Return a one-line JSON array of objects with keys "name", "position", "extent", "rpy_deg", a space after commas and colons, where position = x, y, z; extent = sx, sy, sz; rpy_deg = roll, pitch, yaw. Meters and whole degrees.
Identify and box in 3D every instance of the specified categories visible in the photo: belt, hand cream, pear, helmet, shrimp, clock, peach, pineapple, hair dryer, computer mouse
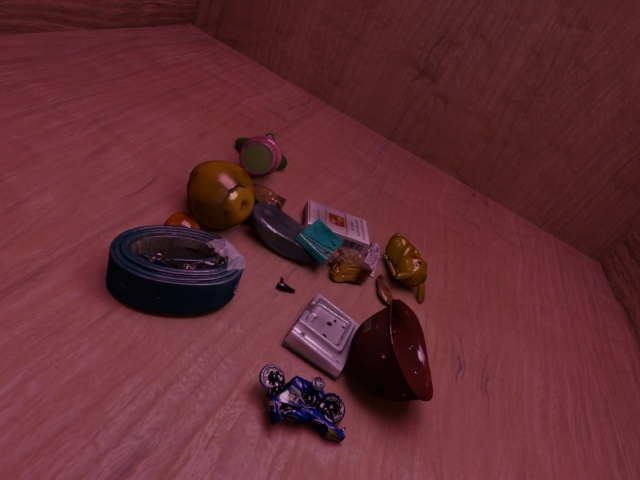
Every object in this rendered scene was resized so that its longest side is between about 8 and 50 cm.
[{"name": "belt", "position": [-0.478, 0.089, 1.445], "extent": [0.436, 0.173, 0.300], "rpy_deg": [10, 35, -27]}, {"name": "hand cream", "position": [0.253, 0.082, 2.110], "extent": [0.084, 0.050, 0.257], "rpy_deg": [31, 36, -2]}, {"name": "pear", "position": [-0.432, -0.191, 1.770], "extent": [0.336, 0.285, 0.285], "rpy_deg": [2, 26, 24]}, {"name": "helmet", "position": [0.225, 0.397, 1.496], "extent": [0.338, 0.230, 0.385], "rpy_deg": [61, 21, -11]}, {"name": "shrimp", "position": [-0.235, -0.172, 2.046], "extent": [0.145, 0.061, 0.267], "rpy_deg": [5, 37, -45]}, {"name": "clock", "position": [0.023, 0.329, 1.552], "extent": [0.231, 0.116, 0.262], "rpy_deg": [33, 35, 5]}, {"name": "peach", "position": [-0.529, -0.042, 1.627], "extent": [0.138, 0.138, 0.138], "rpy_deg": [19, 35, -14]}, {"name": "shrimp", "position": [0.290, 0.224, 1.957], "extent": [0.101, 0.042, 0.190], "rpy_deg": [34, 27, -31]}, {"name": "pineapple", "position": [0.138, 0.113, 1.925], "extent": [0.186, 0.115, 0.236], "rpy_deg": [38, 32, 14]}, {"name": "hair dryer", "position": [-0.141, 0.174, 1.719], "extent": [0.079, 0.031, 0.083], "rpy_deg": [26, 24, -24]}, {"name": "computer mouse", "position": [-0.156, -0.020, 1.875], "extent": [0.370, 0.122, 0.188], "rpy_deg": [33, 31, -10]}]

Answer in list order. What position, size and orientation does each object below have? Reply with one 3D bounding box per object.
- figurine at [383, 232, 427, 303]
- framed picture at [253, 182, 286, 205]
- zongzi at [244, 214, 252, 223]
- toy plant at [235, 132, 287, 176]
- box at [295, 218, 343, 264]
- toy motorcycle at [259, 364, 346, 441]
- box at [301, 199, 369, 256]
[{"name": "figurine", "position": [0.409, 0.114, 2.067], "extent": [0.218, 0.169, 0.327], "rpy_deg": [35, 19, -35]}, {"name": "framed picture", "position": [-0.289, -0.182, 2.084], "extent": [0.192, 0.018, 0.265], "rpy_deg": [28, 34, -1]}, {"name": "zongzi", "position": [-0.308, -0.077, 1.916], "extent": [0.154, 0.062, 0.131], "rpy_deg": [-22, 88, -33]}, {"name": "toy plant", "position": [-0.330, -0.464, 2.265], "extent": [0.316, 0.211, 0.356], "rpy_deg": [23, 21, -6]}, {"name": "box", "position": [0.000, 0.000, 1.883], "extent": [0.161, 0.042, 0.226], "rpy_deg": [43, 29, 3]}, {"name": "toy motorcycle", "position": [-0.056, 0.497, 1.282], "extent": [0.315, 0.113, 0.169], "rpy_deg": [30, 43, -14]}, {"name": "box", "position": [0.071, -0.062, 2.124], "extent": [0.330, 0.095, 0.210], "rpy_deg": [18, 35, -13]}]
